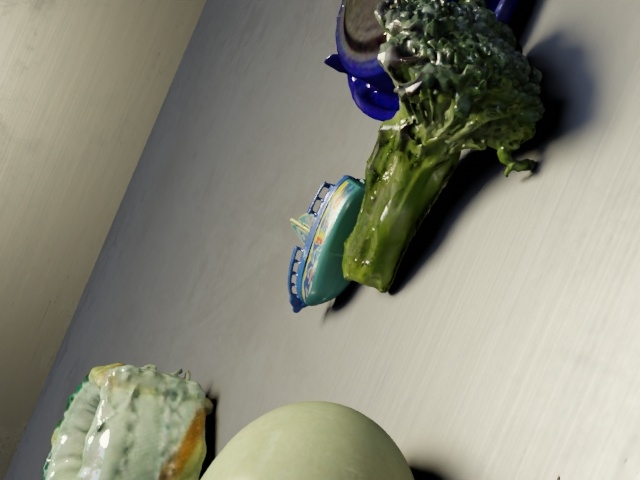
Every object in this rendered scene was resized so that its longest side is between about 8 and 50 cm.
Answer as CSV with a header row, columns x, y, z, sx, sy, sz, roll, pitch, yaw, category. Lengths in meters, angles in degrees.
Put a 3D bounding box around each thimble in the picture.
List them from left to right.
x,y,z,sx,sy,sz,roll,pitch,yaw,category
-0.273,0.304,1.117,0.288,0.167,0.254,-61,26,17,thimble

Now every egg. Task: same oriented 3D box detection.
x,y,z,sx,sy,sz,roll,pitch,yaw,category
-0.016,0.240,0.607,0.186,0.186,0.253,-39,21,47,egg

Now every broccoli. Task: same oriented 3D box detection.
x,y,z,sx,sy,sz,roll,pitch,yaw,category
0.084,-0.074,0.749,0.165,0.145,0.304,-111,32,-48,broccoli

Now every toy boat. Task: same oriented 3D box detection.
x,y,z,sx,sy,sz,roll,pitch,yaw,category
0.000,0.000,0.908,0.110,0.091,0.175,39,111,46,toy boat

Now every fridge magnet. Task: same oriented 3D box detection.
x,y,z,sx,sy,sz,roll,pitch,yaw,category
0.109,-0.255,0.869,0.265,0.112,0.266,-31,49,45,fridge magnet

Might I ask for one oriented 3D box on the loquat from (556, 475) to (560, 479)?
x,y,z,sx,sy,sz,roll,pitch,yaw,category
0.115,0.209,0.429,0.163,0.137,0.163,-159,90,-81,loquat
